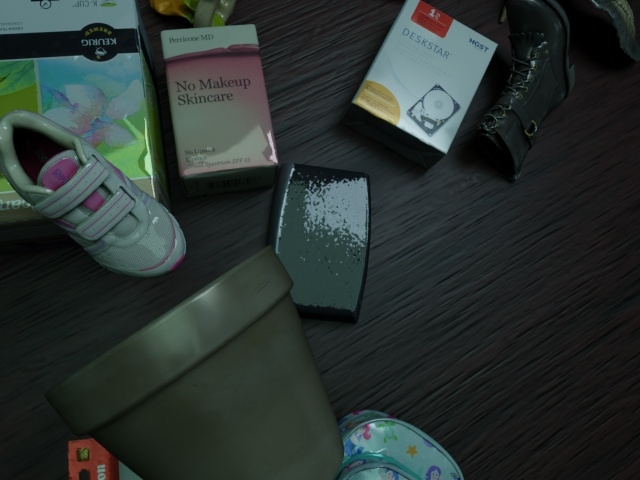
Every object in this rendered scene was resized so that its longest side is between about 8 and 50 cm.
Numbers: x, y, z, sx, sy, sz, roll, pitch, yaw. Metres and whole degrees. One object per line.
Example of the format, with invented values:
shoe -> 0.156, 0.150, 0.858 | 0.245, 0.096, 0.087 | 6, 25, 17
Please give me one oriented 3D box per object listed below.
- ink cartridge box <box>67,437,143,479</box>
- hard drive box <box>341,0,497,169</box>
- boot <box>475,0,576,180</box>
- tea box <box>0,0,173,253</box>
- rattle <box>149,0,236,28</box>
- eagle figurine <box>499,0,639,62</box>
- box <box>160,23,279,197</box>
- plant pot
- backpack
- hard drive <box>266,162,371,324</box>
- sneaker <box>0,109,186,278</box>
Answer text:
ink cartridge box -> -0.271, 0.350, 0.767 | 0.179, 0.045, 0.145 | -4, 80, -12
hard drive box -> 0.170, -0.272, 0.928 | 0.181, 0.089, 0.232 | 27, 76, -4
boot -> 0.337, -0.260, 0.909 | 0.229, 0.091, 0.263 | -51, 124, -16
tea box -> -0.396, -0.158, 0.749 | 0.329, 0.220, 0.323 | -9, 83, -11
rattle -> -0.194, -0.419, 0.840 | 0.143, 0.199, 0.130 | 44, 76, 1
eagle figurine -> 0.518, -0.490, 0.977 | 0.298, 0.226, 0.225 | 17, 57, 0
box -> -0.158, -0.199, 0.843 | 0.149, 0.127, 0.232 | -9, 82, -10
plant pot -> -0.120, 0.206, 0.685 | 0.323, 0.323, 0.280 | -35, 92, -13
backpack -> 0.076, 0.376, 0.751 | 0.225, 0.191, 0.253 | 37, 71, 0
hard drive -> 0.000, 0.000, 0.868 | 0.172, 0.054, 0.254 | 7, 79, -7
sneaker -> -0.261, -0.047, 0.587 | 0.252, 0.111, 0.103 | 37, 79, -5
